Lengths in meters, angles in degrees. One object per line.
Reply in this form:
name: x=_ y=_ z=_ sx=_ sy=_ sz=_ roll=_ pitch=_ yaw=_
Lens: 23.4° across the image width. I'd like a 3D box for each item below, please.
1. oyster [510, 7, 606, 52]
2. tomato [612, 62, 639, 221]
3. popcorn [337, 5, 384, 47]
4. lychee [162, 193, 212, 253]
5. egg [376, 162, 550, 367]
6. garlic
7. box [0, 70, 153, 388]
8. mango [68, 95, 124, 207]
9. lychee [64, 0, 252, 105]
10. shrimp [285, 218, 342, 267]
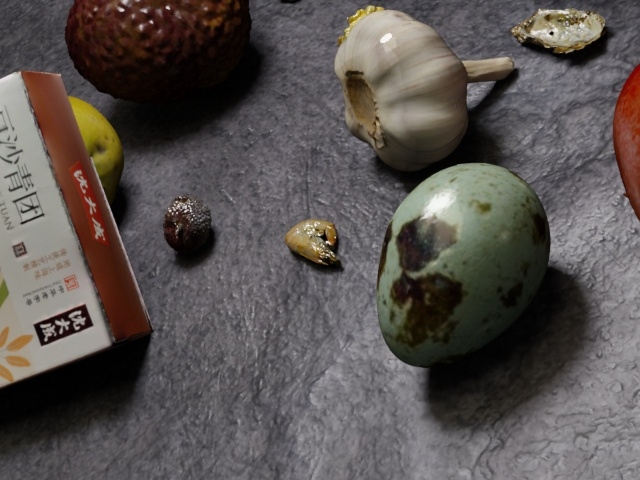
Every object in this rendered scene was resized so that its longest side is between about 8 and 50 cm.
oyster: x=0.293 y=-0.258 z=1.898 sx=0.086 sy=0.029 sz=0.132 roll=-33 pitch=36 yaw=-7
tomato: x=0.444 y=-0.152 z=1.598 sx=0.338 sy=0.144 sz=0.338 roll=-18 pitch=41 yaw=16
popcorn: x=0.063 y=-0.271 z=2.051 sx=0.083 sy=0.057 sz=0.082 roll=-19 pitch=48 yaw=14
lychee: x=-0.170 y=-0.021 z=1.950 sx=0.067 sy=0.068 sz=0.083 roll=-38 pitch=10 yaw=31
egg: x=0.143 y=0.027 z=1.606 sx=0.169 sy=0.169 sz=0.231 roll=19 pitch=75 yaw=45
garlic: x=0.143 y=-0.192 z=1.847 sx=0.226 sy=0.199 sz=0.199 roll=-18 pitch=34 yaw=-22
box: x=-0.448 y=0.021 z=1.903 sx=0.385 sy=0.345 sz=0.122 roll=-21 pitch=-3 yaw=16
mango: x=-0.430 y=-0.053 z=2.073 sx=0.365 sy=0.182 sz=0.253 roll=-29 pitch=36 yaw=10
lychee: x=-0.223 y=-0.303 z=2.141 sx=0.260 sy=0.261 sz=0.261 roll=-19 pitch=41 yaw=18
shrimp: x=0.000 y=0.000 z=1.848 sx=0.059 sy=0.023 sz=0.108 roll=-40 pitch=39 yaw=-21
